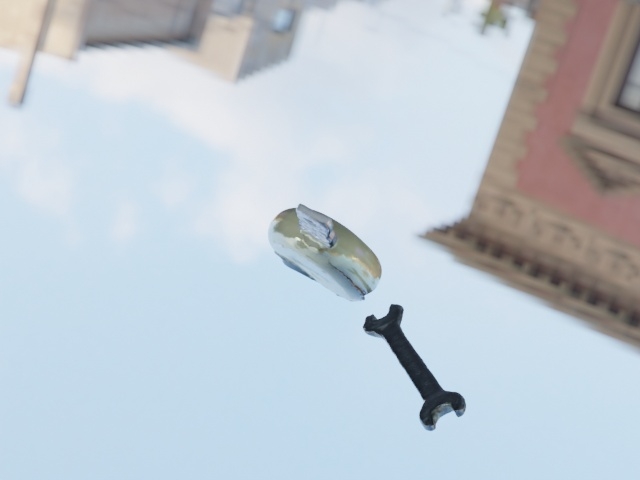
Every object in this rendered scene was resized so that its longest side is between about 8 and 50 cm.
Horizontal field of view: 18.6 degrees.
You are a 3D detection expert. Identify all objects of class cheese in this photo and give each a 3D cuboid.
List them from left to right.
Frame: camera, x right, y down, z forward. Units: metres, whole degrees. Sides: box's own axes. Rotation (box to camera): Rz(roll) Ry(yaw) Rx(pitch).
[{"bbox_3d":[0.000,0.000,1.950,0.127,0.054,0.251,28,171,7],"label":"cheese"}]

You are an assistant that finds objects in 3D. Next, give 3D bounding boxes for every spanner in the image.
[{"bbox_3d":[0.099,0.133,2.121,0.015,0.054,0.254,51,-177,-29],"label":"spanner"}]
